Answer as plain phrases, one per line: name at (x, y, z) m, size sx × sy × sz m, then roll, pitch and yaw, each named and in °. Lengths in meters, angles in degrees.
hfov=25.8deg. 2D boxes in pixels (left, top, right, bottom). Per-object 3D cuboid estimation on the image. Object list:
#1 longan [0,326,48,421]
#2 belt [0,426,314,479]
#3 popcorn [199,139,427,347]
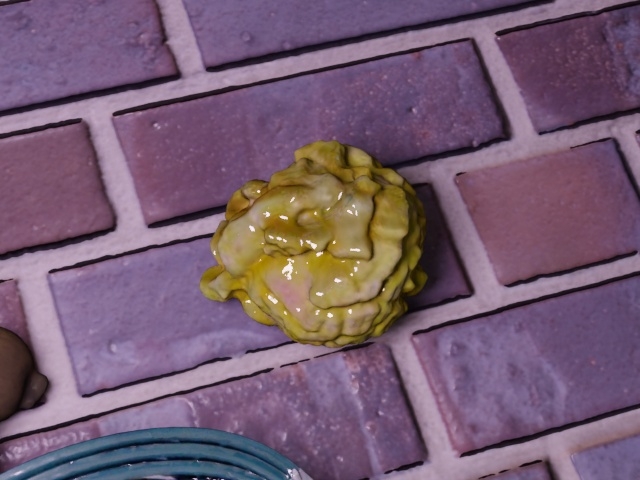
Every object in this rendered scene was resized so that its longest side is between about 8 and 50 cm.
longan at (-0.347, 0.143, 1.479) m, size 0.119 × 0.106 × 0.106 m, roll 22°, pitch 63°, yaw -18°
belt at (-0.191, 0.350, 1.363) m, size 0.436 × 0.173 × 0.300 m, roll -14°, pitch 75°, yaw -12°
popcorn at (0.000, 0.000, 1.537) m, size 0.259 × 0.212 × 0.259 m, roll 7°, pitch 61°, yaw -12°
